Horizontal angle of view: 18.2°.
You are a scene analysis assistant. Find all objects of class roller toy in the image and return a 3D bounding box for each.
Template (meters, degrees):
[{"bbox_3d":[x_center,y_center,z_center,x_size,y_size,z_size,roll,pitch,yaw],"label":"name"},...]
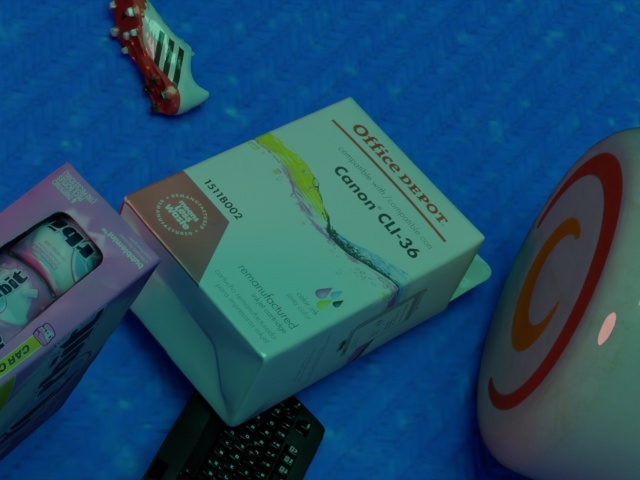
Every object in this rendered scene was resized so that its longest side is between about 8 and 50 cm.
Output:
[{"bbox_3d":[0.181,0.052,1.033,0.146,0.209,0.191,24,71,-10],"label":"roller toy"}]

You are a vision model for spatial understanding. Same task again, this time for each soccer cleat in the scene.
[{"bbox_3d":[-0.089,-0.107,1.102,0.035,0.029,0.083,-15,74,-37],"label":"soccer cleat"}]

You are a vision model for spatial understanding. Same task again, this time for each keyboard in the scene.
[{"bbox_3d":[-0.037,0.132,0.960,0.100,0.038,0.192,39,40,-9],"label":"keyboard"}]

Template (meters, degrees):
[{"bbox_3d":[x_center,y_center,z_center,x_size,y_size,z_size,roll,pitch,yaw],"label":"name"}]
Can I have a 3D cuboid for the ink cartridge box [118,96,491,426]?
[{"bbox_3d":[0.000,0.000,1.041,0.198,0.067,0.115,-27,66,-37],"label":"ink cartridge box"}]

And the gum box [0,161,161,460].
[{"bbox_3d":[-0.150,0.051,0.895,0.062,0.188,0.107,45,56,4],"label":"gum box"}]
